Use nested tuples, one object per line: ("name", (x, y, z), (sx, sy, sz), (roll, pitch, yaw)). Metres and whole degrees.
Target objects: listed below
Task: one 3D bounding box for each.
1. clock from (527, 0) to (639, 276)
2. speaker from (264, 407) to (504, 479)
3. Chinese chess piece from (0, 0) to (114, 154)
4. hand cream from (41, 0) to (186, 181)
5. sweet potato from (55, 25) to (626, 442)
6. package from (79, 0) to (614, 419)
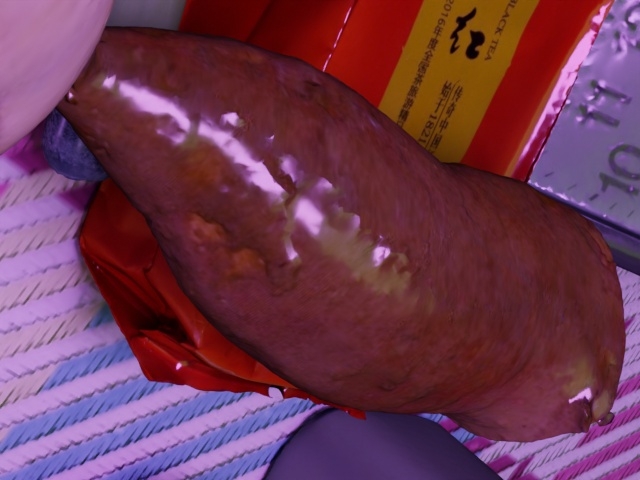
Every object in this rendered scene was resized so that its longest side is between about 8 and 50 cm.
("clock", (0.271, -0.095, 1.108), (0.279, 0.049, 0.273), (24, 101, -10))
("speaker", (0.013, 0.326, 1.126), (0.183, 0.184, 0.406), (17, 103, -49))
("Chinese chess piece", (-0.186, -0.122, 0.567), (0.104, 0.257, 0.257), (-63, 144, -23))
("hand cream", (-0.087, -0.113, 0.832), (0.095, 0.046, 0.175), (-37, 146, -72))
("sweet potato", (-0.002, -0.001, 0.768), (0.337, 0.131, 0.131), (23, 98, -41))
("package", (0.039, -0.112, 0.905), (0.196, 0.123, 0.423), (12, 107, -47))
